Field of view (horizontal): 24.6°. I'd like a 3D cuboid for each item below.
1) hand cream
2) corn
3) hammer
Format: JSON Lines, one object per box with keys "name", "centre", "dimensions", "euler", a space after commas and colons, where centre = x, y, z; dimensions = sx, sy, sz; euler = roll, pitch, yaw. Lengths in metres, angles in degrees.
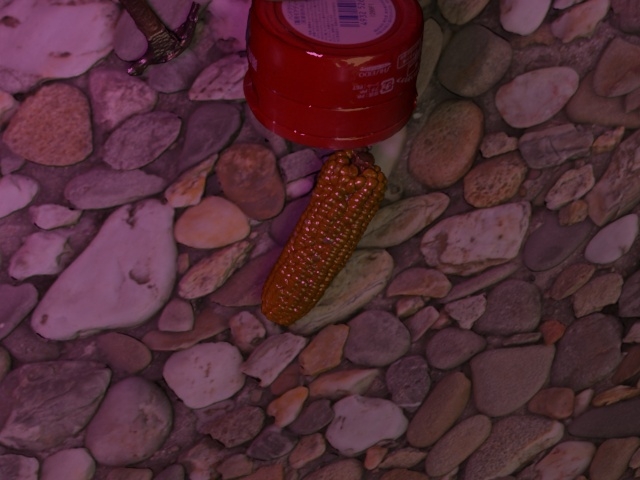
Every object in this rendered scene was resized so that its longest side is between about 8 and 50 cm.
{"name": "hand cream", "centre": [0.018, -0.235, 1.843], "dimensions": [0.230, 0.230, 0.149], "euler": [-13, 137, -22]}
{"name": "corn", "centre": [0.003, 0.003, 2.140], "dimensions": [0.102, 0.102, 0.313], "euler": [4, 126, -35]}
{"name": "hammer", "centre": [-0.246, -0.315, 1.749], "dimensions": [0.125, 0.027, 0.297], "euler": [-36, 137, 2]}
